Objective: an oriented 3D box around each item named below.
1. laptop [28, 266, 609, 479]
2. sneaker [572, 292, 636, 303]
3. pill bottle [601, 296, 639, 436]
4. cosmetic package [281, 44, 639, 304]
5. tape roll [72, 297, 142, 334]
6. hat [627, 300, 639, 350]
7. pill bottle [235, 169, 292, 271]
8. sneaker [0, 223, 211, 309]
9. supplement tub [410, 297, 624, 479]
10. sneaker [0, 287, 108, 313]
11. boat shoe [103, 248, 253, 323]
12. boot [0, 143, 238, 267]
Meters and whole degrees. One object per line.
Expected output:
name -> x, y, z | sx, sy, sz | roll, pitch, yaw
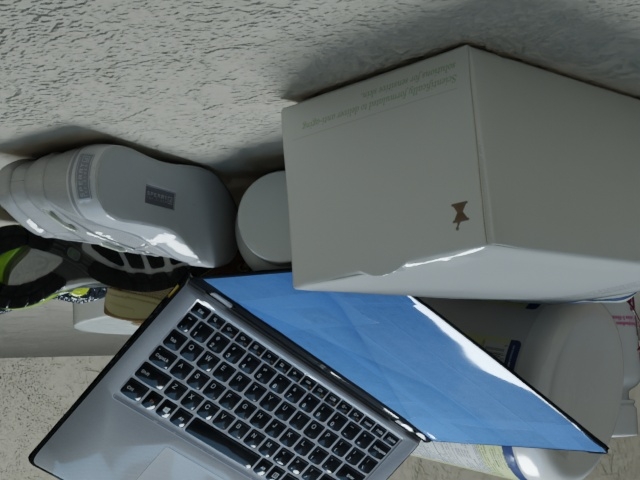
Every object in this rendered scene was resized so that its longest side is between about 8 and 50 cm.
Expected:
laptop -> -0.005, 0.216, 1.256 | 0.382, 0.408, 0.236 | 38, -173, -32
sneaker -> 0.195, 0.020, 1.302 | 0.296, 0.112, 0.131 | 11, 163, 23
pill bottle -> 0.354, 0.130, 1.696 | 0.160, 0.283, 0.160 | -3, 171, -1
cosmetic package -> 0.162, -0.034, 1.026 | 0.197, 0.155, 0.365 | -13, 166, 41
tape roll -> -0.192, 0.094, 1.935 | 0.392, 0.072, 0.392 | -4, 171, -1
hat -> 0.322, 0.022, 1.335 | 0.208, 0.183, 0.173 | 2, 169, -31
pill bottle -> -0.021, -0.007, 1.239 | 0.118, 0.117, 0.208 | -5, 171, 8
sneaker -> -0.223, 0.001, 1.329 | 0.300, 0.111, 0.121 | -6, -172, 21
supplement tub -> 0.181, 0.162, 1.525 | 0.325, 0.235, 0.235 | 7, 179, 39
sneaker -> -0.368, 0.045, 1.640 | 0.209, 0.069, 0.082 | -9, -154, -21
boat shoe -> -0.103, 0.043, 1.423 | 0.342, 0.123, 0.123 | 5, -178, 32
boot -> -0.185, -0.033, 1.159 | 0.123, 0.095, 0.258 | -1, 165, 27
